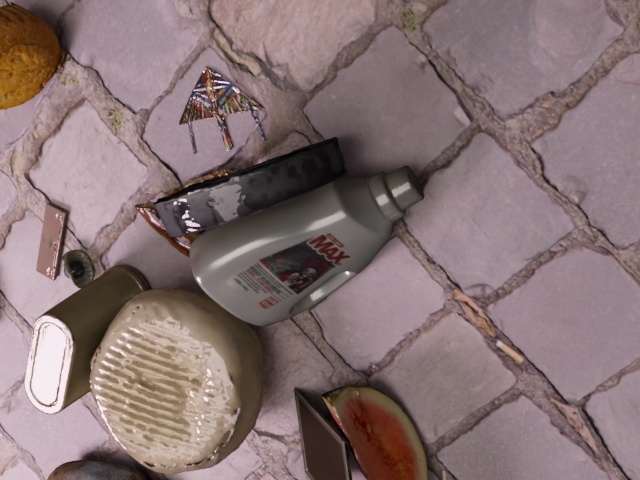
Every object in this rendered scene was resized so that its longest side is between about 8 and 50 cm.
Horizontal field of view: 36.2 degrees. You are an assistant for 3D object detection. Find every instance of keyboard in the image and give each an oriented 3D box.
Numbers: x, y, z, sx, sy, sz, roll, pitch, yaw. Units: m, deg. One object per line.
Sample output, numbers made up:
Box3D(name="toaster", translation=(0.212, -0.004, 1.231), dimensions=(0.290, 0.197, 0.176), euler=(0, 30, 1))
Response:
Box3D(name="keyboard", translation=(-0.559, 0.004, 2.044), dimensions=(0.055, 0.017, 0.166), euler=(27, 118, 19))

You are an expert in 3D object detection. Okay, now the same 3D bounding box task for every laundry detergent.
Box3D(name="laundry detergent", translation=(0.000, 0.000, 1.693), dimensions=(0.397, 0.125, 0.264), euler=(-28, 137, 17))

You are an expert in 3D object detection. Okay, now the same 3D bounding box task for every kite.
Box3D(name="kite", translation=(-0.188, -0.239, 1.782), dimensions=(0.182, 0.010, 0.160), euler=(-7, 107, 27))

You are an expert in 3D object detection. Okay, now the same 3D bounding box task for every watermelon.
Box3D(name="watermelon", translation=(0.120, 0.378, 1.818), dimensions=(0.128, 0.159, 0.304), euler=(-30, 97, -5))

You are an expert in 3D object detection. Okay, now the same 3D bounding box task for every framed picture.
Box3D(name="framed picture", translation=(0.010, 0.411, 1.848), dimensions=(0.252, 0.014, 0.197), euler=(-146, 47, -63))

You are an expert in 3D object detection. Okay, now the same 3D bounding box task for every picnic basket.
Box3D(name="picnic basket", translation=(-0.497, 0.058, 2.010), dimensions=(0.083, 0.065, 0.083), euler=(-15, 98, 46))

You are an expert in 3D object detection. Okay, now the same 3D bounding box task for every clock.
Box3D(name="clock", translation=(-0.114, -0.090, 1.621), dimensions=(0.325, 0.325, 0.067), euler=(-16, 98, 29))

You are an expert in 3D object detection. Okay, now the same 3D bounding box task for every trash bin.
Box3D(name="trash bin", translation=(-0.462, 0.197, 1.941), dimensions=(0.121, 0.247, 0.243), euler=(25, 119, 16))

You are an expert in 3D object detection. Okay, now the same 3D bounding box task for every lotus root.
Box3D(name="lotus root", translation=(-0.461, 0.569, 2.147), dimensions=(0.322, 0.140, 0.158), euler=(0, 109, 22))

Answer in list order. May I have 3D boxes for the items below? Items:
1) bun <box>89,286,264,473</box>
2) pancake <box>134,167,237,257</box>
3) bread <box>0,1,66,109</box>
Box3D(name="bun", translation=(-0.266, 0.263, 1.896), dimensions=(0.359, 0.211, 0.360), euler=(2, 102, 9))
Box3D(name="pancake", translation=(-0.207, -0.017, 1.850), dimensions=(0.257, 0.056, 0.212), euler=(-17, 102, 28))
Box3D(name="bread", translation=(-0.604, -0.339, 1.813), dimensions=(0.240, 0.240, 0.139), euler=(-45, 76, 31))
